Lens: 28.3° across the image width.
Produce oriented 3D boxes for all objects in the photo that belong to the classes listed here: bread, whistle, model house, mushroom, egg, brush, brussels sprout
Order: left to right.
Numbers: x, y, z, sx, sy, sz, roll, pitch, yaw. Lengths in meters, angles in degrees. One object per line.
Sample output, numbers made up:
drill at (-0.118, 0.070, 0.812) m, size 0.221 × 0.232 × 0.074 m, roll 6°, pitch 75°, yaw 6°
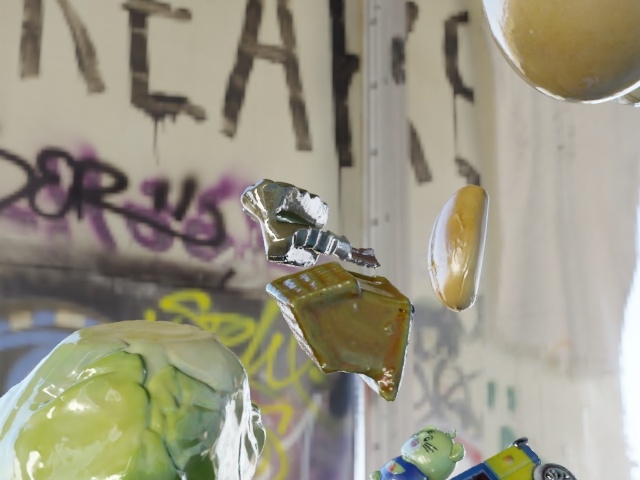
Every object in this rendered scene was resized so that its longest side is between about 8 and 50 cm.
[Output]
brussels sprout at (-0.217, 0.246, 1.330) m, size 0.268 × 0.344 × 0.344 m, roll 17°, pitch -11°, yaw 24°
brush at (0.000, 0.000, 1.409) m, size 0.071 × 0.084 × 0.301 m, roll -27°, pitch -19°, yaw 17°
model house at (0.013, 0.126, 2.127) m, size 0.239 × 0.173 × 0.268 m, roll 19°, pitch 6°, yaw -23°
whistle at (0.132, 0.374, 1.975) m, size 0.085 × 0.227 × 0.105 m, roll 52°, pitch -12°, yaw -29°
bread at (0.185, 0.008, 1.726) m, size 0.077 × 0.189 × 0.114 m, roll 5°, pitch -28°, yaw 5°
egg at (0.352, -0.362, 1.621) m, size 0.301 × 0.374 × 0.301 m, roll 8°, pitch 13°, yaw -2°
mushroom at (0.512, -0.255, 2.042) m, size 0.092 × 0.081 × 0.223 m, roll 16°, pitch 8°, yaw 8°

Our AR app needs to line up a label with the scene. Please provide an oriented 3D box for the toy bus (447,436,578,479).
toy bus at (0.219, 0.350, 1.220) m, size 0.175 × 0.288 × 0.138 m, roll -16°, pitch -36°, yaw -43°
